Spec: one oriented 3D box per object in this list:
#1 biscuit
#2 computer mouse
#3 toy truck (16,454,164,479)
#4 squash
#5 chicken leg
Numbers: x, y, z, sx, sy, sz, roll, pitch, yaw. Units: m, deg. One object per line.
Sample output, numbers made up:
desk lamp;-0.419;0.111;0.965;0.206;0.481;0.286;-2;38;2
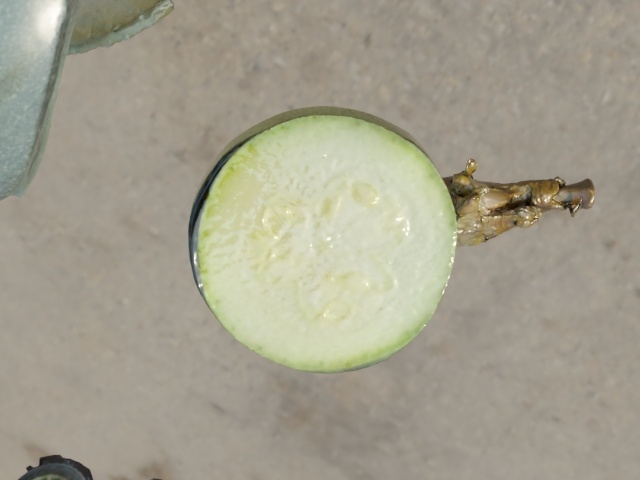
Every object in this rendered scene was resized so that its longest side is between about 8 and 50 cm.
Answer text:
biscuit;-0.254;-0.285;1.695;0.265;0.188;0.040;10;152;38
computer mouse;-0.274;-0.197;1.151;0.203;0.114;0.373;13;107;12
toy truck;-0.178;0.224;0.870;0.367;0.175;0.146;11;145;27
squash;0.000;0.000;1.416;0.252;0.252;0.049;38;-170;-13
chicken leg;0.207;-0.045;1.707;0.208;0.085;0.101;-10;137;2
